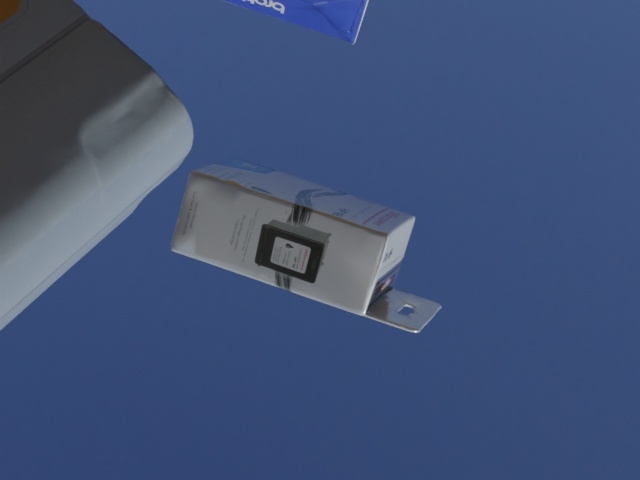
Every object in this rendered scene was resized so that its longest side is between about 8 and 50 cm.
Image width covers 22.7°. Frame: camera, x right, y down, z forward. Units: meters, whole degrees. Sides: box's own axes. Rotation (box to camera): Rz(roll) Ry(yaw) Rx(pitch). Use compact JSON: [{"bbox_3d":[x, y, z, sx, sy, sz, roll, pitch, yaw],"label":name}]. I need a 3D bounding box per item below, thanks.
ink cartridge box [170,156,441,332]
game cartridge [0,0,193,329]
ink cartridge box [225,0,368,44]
[{"bbox_3d":[0.000,0.000,1.104,0.180,0.060,0.104,18,-168,10],"label":"ink cartridge box"},{"bbox_3d":[-0.211,-0.079,0.566,0.297,0.062,0.198,40,-137,3],"label":"game cartridge"},{"bbox_3d":[0.001,-0.197,0.719,0.097,0.046,0.207,19,-114,-1],"label":"ink cartridge box"}]
